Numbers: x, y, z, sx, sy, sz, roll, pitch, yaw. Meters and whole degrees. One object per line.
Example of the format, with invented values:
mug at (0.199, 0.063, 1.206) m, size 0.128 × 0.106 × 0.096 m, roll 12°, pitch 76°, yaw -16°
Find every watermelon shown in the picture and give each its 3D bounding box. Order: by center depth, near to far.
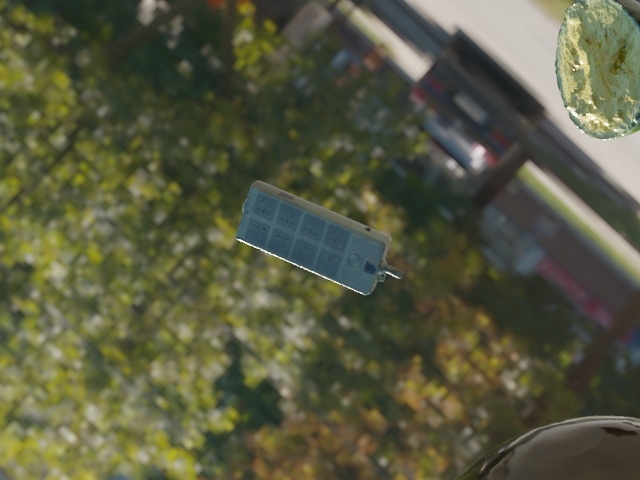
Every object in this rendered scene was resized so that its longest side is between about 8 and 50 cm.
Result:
watermelon at (0.213, -0.123, 1.307) m, size 0.062 × 0.105 × 0.105 m, roll -8°, pitch -144°, yaw -32°

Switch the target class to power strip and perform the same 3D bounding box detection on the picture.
power strip at (0.000, 0.000, 1.407) m, size 0.136 × 0.051 × 0.019 m, roll 24°, pitch -158°, yaw 12°

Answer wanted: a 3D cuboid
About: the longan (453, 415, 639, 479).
longan at (0.189, 0.258, 1.169) m, size 0.297 × 0.297 × 0.297 m, roll 43°, pitch -176°, yaw -4°
